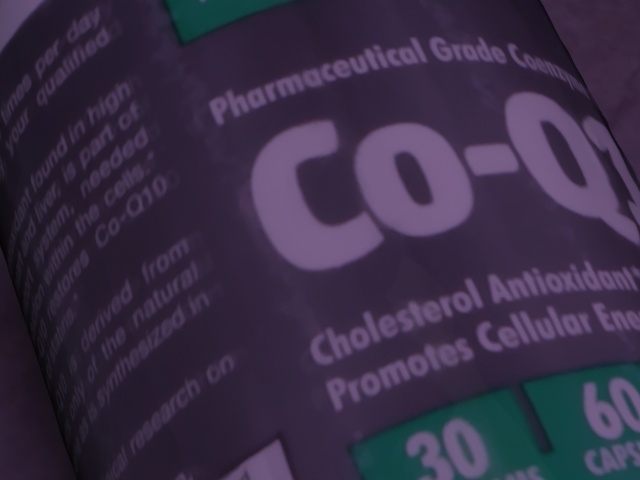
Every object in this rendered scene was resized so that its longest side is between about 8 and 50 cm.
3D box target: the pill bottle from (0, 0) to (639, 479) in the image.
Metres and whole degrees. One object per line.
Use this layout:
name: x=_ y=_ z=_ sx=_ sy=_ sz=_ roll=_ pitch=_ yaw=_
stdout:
pill bottle: x=0.000 y=0.000 z=0.645 sx=0.204 sy=0.204 sz=0.361 roll=-15 pitch=59 yaw=-15
